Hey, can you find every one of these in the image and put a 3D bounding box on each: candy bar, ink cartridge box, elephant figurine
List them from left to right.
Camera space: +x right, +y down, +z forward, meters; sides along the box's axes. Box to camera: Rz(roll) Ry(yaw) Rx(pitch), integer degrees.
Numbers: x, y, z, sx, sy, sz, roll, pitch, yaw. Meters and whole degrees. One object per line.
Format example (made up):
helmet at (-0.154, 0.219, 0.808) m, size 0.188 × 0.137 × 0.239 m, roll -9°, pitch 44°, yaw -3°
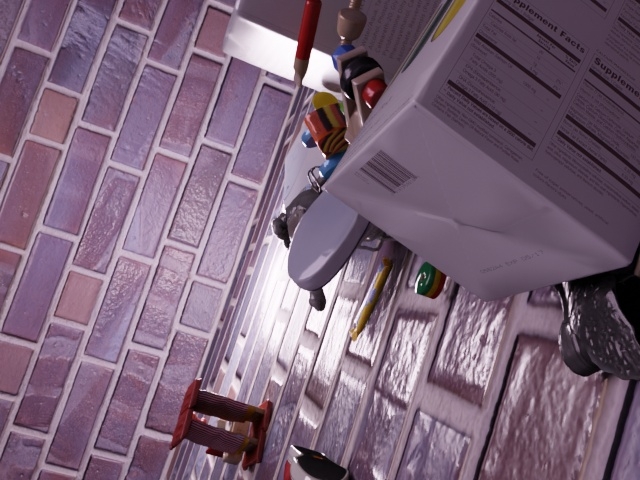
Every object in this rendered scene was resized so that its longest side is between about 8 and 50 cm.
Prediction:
elephant figurine at (0.000, 0.000, 1.458) m, size 0.169 × 0.186 × 0.239 m, roll -28°, pitch 28°, yaw -3°
ink cartridge box at (0.008, -0.217, 1.693) m, size 0.385 × 0.091 × 0.308 m, roll 121°, pitch 157°, yaw -45°
candy bar at (0.087, 0.100, 1.170) m, size 0.040 × 0.018 × 0.161 m, roll -108°, pitch 39°, yaw -70°

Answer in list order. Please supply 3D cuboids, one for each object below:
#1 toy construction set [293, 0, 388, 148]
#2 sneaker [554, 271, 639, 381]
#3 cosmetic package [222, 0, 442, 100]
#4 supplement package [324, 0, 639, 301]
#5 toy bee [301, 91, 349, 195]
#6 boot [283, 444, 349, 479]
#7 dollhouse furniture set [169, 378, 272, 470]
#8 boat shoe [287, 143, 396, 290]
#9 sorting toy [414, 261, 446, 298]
toy construction set at (0.088, -0.185, 0.988) m, size 0.257 × 0.309 × 0.237 m, roll -39°, pitch -23°, yaw -41°
sneaker at (0.237, 0.046, 0.557) m, size 0.089 × 0.051 × 0.170 m, roll 127°, pitch 154°, yaw -52°
cosmetic package at (0.067, -0.439, 1.203) m, size 0.329 × 0.393 × 0.327 m, roll -156°, pitch 86°, yaw -76°
supplement package at (0.172, -0.119, 0.591) m, size 0.263 × 0.198 × 0.199 m, roll -58°, pitch 8°, yaw -21°
toy bee at (0.046, -0.201, 1.310) m, size 0.162 × 0.195 × 0.298 m, roll -28°, pitch 8°, yaw -6°
boot at (-0.027, 0.420, 1.031) m, size 0.244 × 0.088 × 0.176 m, roll 129°, pitch 158°, yaw -77°
dollhouse furniture set at (-0.277, 0.493, 1.699) m, size 0.374 × 0.201 × 0.152 m, roll 129°, pitch 157°, yaw -54°
boat shoe at (0.082, -0.050, 1.152) m, size 0.135 × 0.156 × 0.367 m, roll 1°, pitch 56°, yaw 47°
sorting toy at (0.200, -0.053, 0.857) m, size 0.132 × 0.046 × 0.274 m, roll -87°, pitch 20°, yaw -52°
